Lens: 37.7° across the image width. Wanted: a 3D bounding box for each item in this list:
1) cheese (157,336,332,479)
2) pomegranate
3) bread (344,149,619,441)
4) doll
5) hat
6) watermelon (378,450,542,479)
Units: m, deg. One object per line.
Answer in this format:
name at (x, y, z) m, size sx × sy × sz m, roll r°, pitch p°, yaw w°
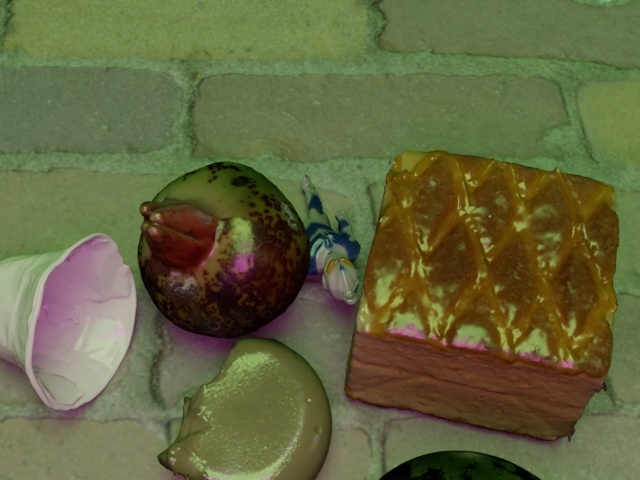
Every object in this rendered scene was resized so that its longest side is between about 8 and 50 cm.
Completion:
cheese at (-0.072, 0.202, 1.058) m, size 0.175 × 0.091 × 0.202 m, roll 16°, pitch 56°, yaw 6°
pomegranate at (-0.128, 0.004, 1.085) m, size 0.214 × 0.248 × 0.214 m, roll -6°, pitch 73°, yaw 21°
bread at (0.188, 0.059, 1.101) m, size 0.279 × 0.207 × 0.279 m, roll 14°, pitch 59°, yaw 6°
doll at (0.000, 0.000, 1.193) m, size 0.114 × 0.057 × 0.227 m, roll -17°, pitch 47°, yaw -21°
hat at (-0.317, 0.085, 1.079) m, size 0.126 × 0.203 × 0.203 m, roll 8°, pitch 55°, yaw 22°
watermelon at (0.141, 0.330, 0.890) m, size 0.269 × 0.269 × 0.269 m, roll 2°, pitch 57°, yaw -3°
